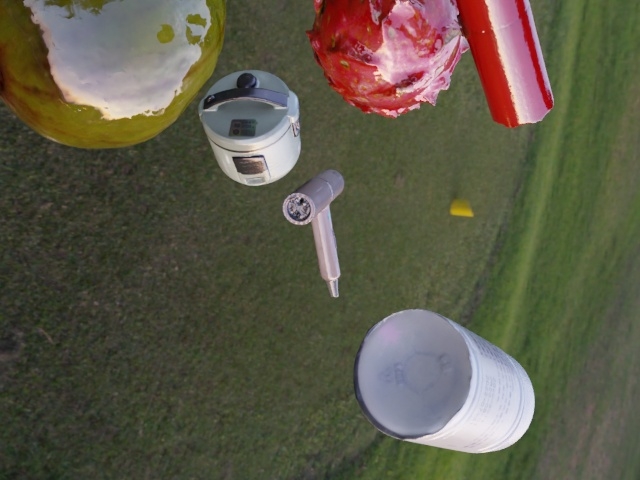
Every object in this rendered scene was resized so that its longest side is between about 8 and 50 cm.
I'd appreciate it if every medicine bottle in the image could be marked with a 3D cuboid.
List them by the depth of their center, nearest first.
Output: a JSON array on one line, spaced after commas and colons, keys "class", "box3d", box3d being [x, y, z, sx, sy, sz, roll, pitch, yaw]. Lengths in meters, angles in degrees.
[{"class": "medicine bottle", "box3d": [0.212, 0.238, 1.047, 0.332, 0.190, 0.190, 31, 70, -52]}]

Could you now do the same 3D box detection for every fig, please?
[{"class": "fig", "box3d": [-0.070, -0.142, 0.349, 0.236, 0.124, 0.124, -37, 131, -24]}]

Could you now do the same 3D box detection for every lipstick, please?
[{"class": "lipstick", "box3d": [0.172, -0.232, 0.645, 0.280, 0.073, 0.073, 55, 50, -43]}]

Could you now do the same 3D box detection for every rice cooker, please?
[{"class": "rice cooker", "box3d": [-0.154, -0.259, 1.490, 0.244, 0.226, 0.226, 83, 28, -59]}]

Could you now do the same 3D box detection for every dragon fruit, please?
[{"class": "dragon fruit", "box3d": [0.085, -0.277, 0.835, 0.268, 0.205, 0.210, 64, 10, -55]}]

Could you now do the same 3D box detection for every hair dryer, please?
[{"class": "hair dryer", "box3d": [-0.003, 0.006, 1.074, 0.195, 0.053, 0.220, -45, 134, -67]}]
